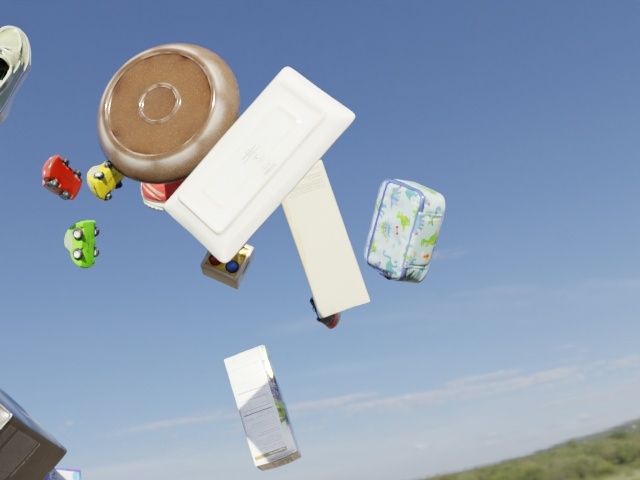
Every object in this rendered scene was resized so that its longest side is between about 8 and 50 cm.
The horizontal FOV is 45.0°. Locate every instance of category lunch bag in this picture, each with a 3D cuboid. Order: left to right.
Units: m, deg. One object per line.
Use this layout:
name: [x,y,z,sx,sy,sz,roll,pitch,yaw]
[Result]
lunch bag: [0.182,-0.023,1.740,0.090,0.219,0.176,6,16,-31]

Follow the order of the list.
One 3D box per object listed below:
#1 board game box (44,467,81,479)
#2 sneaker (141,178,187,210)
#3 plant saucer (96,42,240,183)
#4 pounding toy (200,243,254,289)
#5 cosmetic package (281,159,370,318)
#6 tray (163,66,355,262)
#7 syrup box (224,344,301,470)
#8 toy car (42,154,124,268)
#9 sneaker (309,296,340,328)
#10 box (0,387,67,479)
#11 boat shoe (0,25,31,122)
board game box: [-0.623,0.686,1.662,0.078,0.233,0.347,22,-59,-39]
sneaker: [-0.344,-0.132,2.007,0.279,0.118,0.107,6,26,14]
plant saucer: [-0.314,-0.265,1.540,0.310,0.310,0.050,-14,-18,9]
pounding toy: [-0.257,0.034,2.117,0.130,0.141,0.100,23,-21,6]
cosmetic package: [0.000,0.000,1.636,0.113,0.309,0.160,-18,-4,-2]
tray: [-0.091,-0.112,1.057,0.270,0.145,0.030,-49,-26,-2]
syrup box: [-0.121,0.354,1.626,0.096,0.237,0.093,-20,-23,-3]
toy car: [-0.483,-0.057,1.550,0.053,0.225,0.239,6,6,21]
sneaker: [0.006,0.138,1.850,0.065,0.158,0.061,24,-58,-29]
box: [-0.593,0.279,1.202,0.183,0.296,0.294,-49,-14,-21]
boat shoe: [-0.752,-0.409,1.830,0.109,0.302,0.094,7,-34,-15]
